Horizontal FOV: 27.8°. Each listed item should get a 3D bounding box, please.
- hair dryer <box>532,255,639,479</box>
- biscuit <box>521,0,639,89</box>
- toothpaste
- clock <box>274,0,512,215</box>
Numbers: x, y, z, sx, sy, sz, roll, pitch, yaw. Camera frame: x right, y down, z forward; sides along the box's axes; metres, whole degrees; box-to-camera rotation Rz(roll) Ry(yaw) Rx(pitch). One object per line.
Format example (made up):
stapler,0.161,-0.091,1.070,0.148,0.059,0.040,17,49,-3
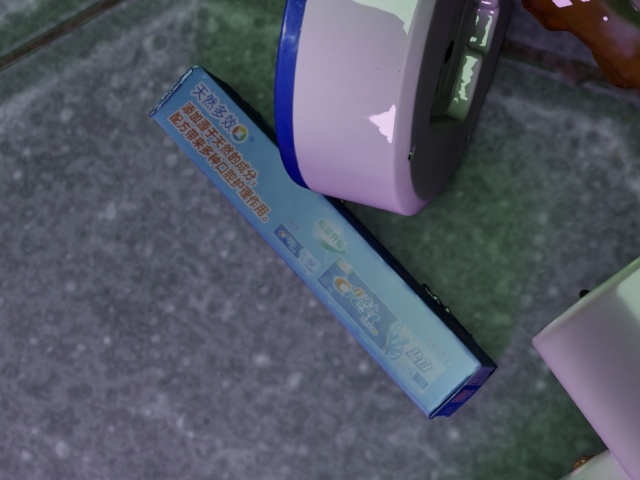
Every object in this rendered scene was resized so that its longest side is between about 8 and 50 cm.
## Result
hair dryer,0.144,0.156,0.717,0.362,0.128,0.203,-43,78,37
biscuit,0.174,-0.230,0.685,0.103,0.332,0.332,-24,77,43
toothpaste,0.000,0.000,0.835,0.053,0.066,0.272,-45,74,9
clock,0.053,-0.131,0.747,0.083,0.230,0.231,18,90,13
